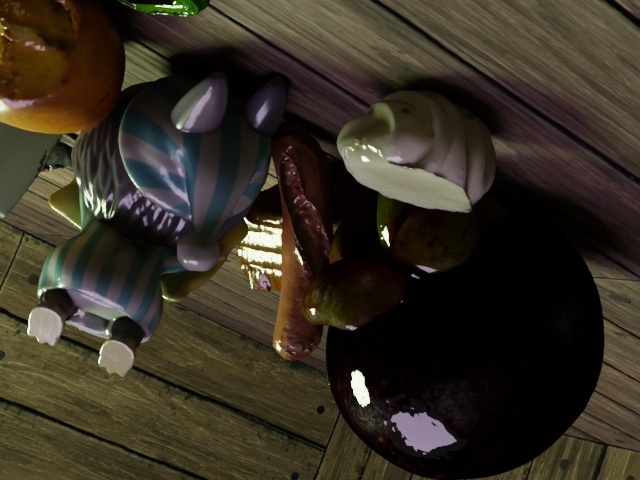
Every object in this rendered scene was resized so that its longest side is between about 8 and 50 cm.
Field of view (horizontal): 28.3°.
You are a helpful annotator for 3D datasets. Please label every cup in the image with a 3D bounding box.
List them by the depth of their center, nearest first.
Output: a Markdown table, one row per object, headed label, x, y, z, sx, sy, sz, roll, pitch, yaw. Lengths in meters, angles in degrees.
| label | x | y | z | sx | sy | sz | roll | pitch | yaw |
| --- | --- | --- | --- | --- | --- | --- | --- | --- | --- |
| cup | -0.514 | -0.166 | 1.971 | 0.186 | 0.234 | 0.258 | 29 | 169 | -29 |

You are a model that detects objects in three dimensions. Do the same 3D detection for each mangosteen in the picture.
| label | x | y | z | sx | sy | sz | roll | pitch | yaw |
| --- | --- | --- | --- | --- | --- | --- | --- | --- | --- |
| mangosteen | 0.169 | 0.100 | 1.648 | 0.382 | 0.382 | 0.435 | 12 | 145 | 41 |

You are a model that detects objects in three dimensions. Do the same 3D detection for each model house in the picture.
| label | x | y | z | sx | sy | sz | roll | pitch | yaw |
| --- | --- | --- | --- | --- | --- | --- | --- | --- | --- |
| model house | 0.001 | 0.000 | 1.847 | 0.199 | 0.219 | 0.229 | 28 | -175 | 42 |

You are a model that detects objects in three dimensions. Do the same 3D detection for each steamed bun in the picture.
| label | x | y | z | sx | sy | sz | roll | pitch | yaw |
| --- | --- | --- | --- | --- | --- | --- | --- | --- | --- |
| steamed bun | 0.115 | -0.105 | 1.419 | 0.183 | 0.106 | 0.183 | 18 | 170 | 3 |

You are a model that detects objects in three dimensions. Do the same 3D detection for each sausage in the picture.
| label | x | y | z | sx | sy | sz | roll | pitch | yaw |
| --- | --- | --- | --- | --- | --- | --- | --- | --- | --- |
| sausage | -0.024 | 0.001 | 1.708 | 0.087 | 0.326 | 0.079 | -3 | -173 | -26 |

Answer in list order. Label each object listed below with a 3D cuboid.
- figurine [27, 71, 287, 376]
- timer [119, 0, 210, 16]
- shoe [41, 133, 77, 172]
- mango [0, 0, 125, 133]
| label | x | y | z | sx | sy | sz | roll | pitch | yaw |
| --- | --- | --- | --- | --- | --- | --- | --- | --- | --- |
| figurine | -0.209 | -0.081 | 1.593 | 0.266 | 0.361 | 0.377 | 22 | 142 | -2 |
| timer | -0.186 | -0.276 | 1.317 | 0.140 | 0.047 | 0.128 | 12 | 166 | 40 |
| shoe | -0.526 | -0.163 | 2.297 | 0.228 | 0.112 | 0.099 | 29 | 165 | -27 |
| mango | -0.349 | -0.216 | 1.565 | 0.199 | 0.201 | 0.350 | 57 | 169 | -8 |
